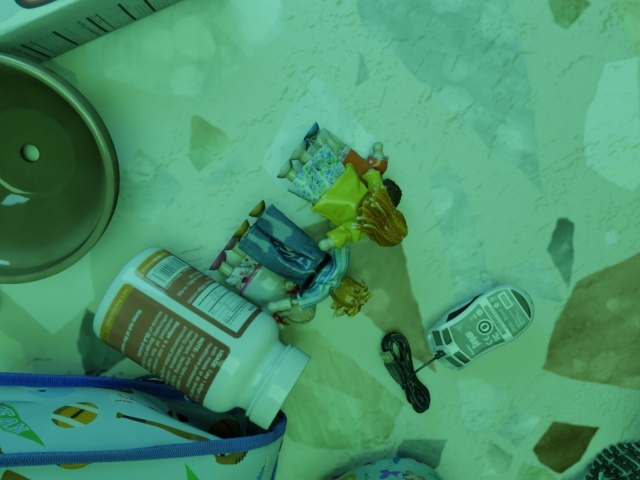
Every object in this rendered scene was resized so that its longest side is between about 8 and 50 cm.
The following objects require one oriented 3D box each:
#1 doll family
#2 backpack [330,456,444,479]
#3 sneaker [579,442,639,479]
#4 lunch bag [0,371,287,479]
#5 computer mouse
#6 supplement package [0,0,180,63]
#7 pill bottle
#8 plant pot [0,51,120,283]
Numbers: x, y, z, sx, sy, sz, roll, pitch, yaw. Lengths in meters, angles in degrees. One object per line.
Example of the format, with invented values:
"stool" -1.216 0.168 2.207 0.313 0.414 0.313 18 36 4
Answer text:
"doll family" 0.000 0.000 0.705 0.163 0.118 0.262 36 94 -7
"backpack" 0.089 0.397 0.734 0.225 0.191 0.253 -22 93 0
"sneaker" 0.373 0.323 0.810 0.162 0.063 0.073 -35 117 4
"lunch bag" -0.235 0.319 0.664 0.386 0.239 0.327 11 95 -37
"computer mouse" 0.171 0.120 0.773 0.193 0.042 0.106 -33 93 6
"supplement package" -0.240 -0.296 0.645 0.244 0.134 0.138 -25 98 0
"pill bottle" -0.125 0.109 0.691 0.216 0.121 0.121 32 94 5
"plant pot" -0.326 -0.082 0.666 0.238 0.109 0.237 -1 112 -3
